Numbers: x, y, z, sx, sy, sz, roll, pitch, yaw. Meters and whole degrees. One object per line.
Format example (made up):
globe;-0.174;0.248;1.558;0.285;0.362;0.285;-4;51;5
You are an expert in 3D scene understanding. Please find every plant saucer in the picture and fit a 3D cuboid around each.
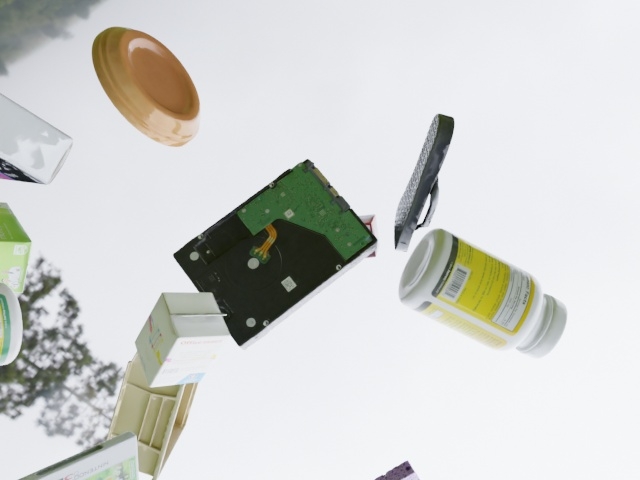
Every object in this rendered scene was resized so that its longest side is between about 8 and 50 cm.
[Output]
plant saucer;-0.245;-0.233;1.008;0.037;0.200;0.200;-29;-142;26

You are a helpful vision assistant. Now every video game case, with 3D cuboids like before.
video game case;-0.326;0.388;0.912;0.023;0.212;0.193;11;-163;39

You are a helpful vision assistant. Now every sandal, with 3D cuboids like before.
sandal;0.173;-0.079;1.103;0.054;0.254;0.097;14;-144;-6

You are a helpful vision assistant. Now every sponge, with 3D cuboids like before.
sponge;0.090;0.485;1.245;0.210;0.117;0.031;-29;-136;-2

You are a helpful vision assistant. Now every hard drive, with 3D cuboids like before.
hard drive;-0.087;0.022;1.352;0.339;0.064;0.237;-38;-105;-7

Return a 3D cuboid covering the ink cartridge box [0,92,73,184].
ink cartridge box;-0.431;-0.171;0.636;0.175;0.371;0.069;10;-112;48

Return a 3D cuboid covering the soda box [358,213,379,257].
soda box;0.000;0.000;1.578;0.263;0.083;0.092;-5;-164;11

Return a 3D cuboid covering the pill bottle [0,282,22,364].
pill bottle;-0.510;0.118;0.879;0.117;0.208;0.118;2;-87;44

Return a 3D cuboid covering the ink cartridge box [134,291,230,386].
ink cartridge box;-0.213;0.147;1.061;0.143;0.092;0.090;-55;-131;32

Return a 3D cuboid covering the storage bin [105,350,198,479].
storage bin;-0.340;0.322;1.462;0.262;0.123;0.260;-76;-176;-81

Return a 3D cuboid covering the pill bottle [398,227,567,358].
pill bottle;0.352;0.123;1.478;0.188;0.334;0.188;-60;-171;16

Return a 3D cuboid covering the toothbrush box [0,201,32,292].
toothbrush box;-0.743;0.006;1.335;0.206;0.283;0.122;37;-64;45
